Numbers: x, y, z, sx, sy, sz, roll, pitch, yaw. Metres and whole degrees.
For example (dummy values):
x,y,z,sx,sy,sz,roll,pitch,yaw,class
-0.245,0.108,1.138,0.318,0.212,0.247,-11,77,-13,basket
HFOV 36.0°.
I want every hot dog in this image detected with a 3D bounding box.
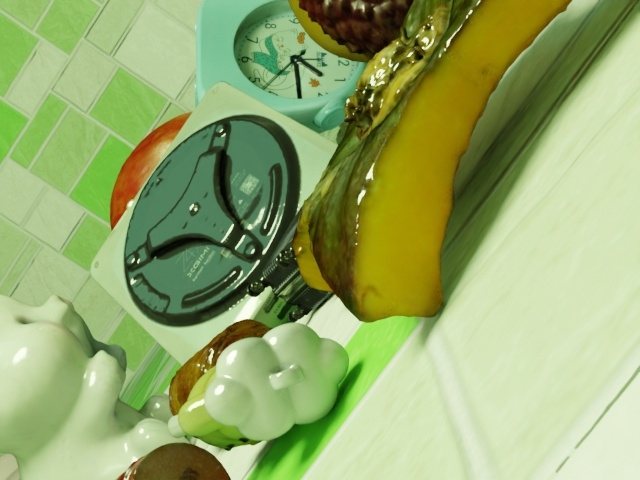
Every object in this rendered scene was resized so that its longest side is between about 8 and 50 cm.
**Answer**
x,y,z,sx,sy,sz,roll,pitch,yaw,class
-0.082,0.116,0.824,0.099,0.065,0.147,-60,8,-29,hot dog

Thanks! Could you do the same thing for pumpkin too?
x,y,z,sx,sy,sz,roll,pitch,yaw,class
0.074,-0.089,0.597,0.290,0.095,0.258,-59,11,-1,pumpkin

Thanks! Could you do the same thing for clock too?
x,y,z,sx,sy,sz,roll,pitch,yaw,class
-0.039,-0.241,1.374,0.094,0.274,0.223,102,168,-62,clock

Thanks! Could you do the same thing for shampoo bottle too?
x,y,z,sx,sy,sz,roll,pitch,yaw,class
-0.156,0.234,0.728,0.118,0.076,0.314,-51,2,-41,shampoo bottle

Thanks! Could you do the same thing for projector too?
x,y,z,sx,sy,sz,roll,pitch,yaw,class
-0.102,-0.017,0.996,0.259,0.079,0.257,34,90,44,projector

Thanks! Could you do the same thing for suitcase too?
x,y,z,sx,sy,sz,roll,pitch,yaw,class
0.000,0.000,0.833,0.086,0.059,0.126,-44,14,52,suitcase

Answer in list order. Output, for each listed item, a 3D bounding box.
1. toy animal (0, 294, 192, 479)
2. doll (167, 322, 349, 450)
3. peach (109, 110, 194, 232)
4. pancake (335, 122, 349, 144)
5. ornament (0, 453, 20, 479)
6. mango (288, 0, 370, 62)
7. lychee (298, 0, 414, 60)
x,y,z,sx,sy,sz,roll,pitch,yaw,class
-0.319,0.175,1.011,0.241,0.367,0.196,-45,8,-7,toy animal
-0.039,0.095,0.614,0.106,0.062,0.162,-23,-9,-21,doll
-0.129,-0.048,1.234,0.281,0.238,0.281,-34,7,4,peach
0.058,-0.235,1.549,0.266,0.057,0.244,-60,7,-23,pancake
-0.363,0.346,1.247,0.177,0.177,0.177,-54,7,10,ornament
0.108,-0.376,1.196,0.300,0.232,0.445,-57,-2,31,mango
0.089,-0.267,0.836,0.271,0.236,0.236,-23,-20,-47,lychee
